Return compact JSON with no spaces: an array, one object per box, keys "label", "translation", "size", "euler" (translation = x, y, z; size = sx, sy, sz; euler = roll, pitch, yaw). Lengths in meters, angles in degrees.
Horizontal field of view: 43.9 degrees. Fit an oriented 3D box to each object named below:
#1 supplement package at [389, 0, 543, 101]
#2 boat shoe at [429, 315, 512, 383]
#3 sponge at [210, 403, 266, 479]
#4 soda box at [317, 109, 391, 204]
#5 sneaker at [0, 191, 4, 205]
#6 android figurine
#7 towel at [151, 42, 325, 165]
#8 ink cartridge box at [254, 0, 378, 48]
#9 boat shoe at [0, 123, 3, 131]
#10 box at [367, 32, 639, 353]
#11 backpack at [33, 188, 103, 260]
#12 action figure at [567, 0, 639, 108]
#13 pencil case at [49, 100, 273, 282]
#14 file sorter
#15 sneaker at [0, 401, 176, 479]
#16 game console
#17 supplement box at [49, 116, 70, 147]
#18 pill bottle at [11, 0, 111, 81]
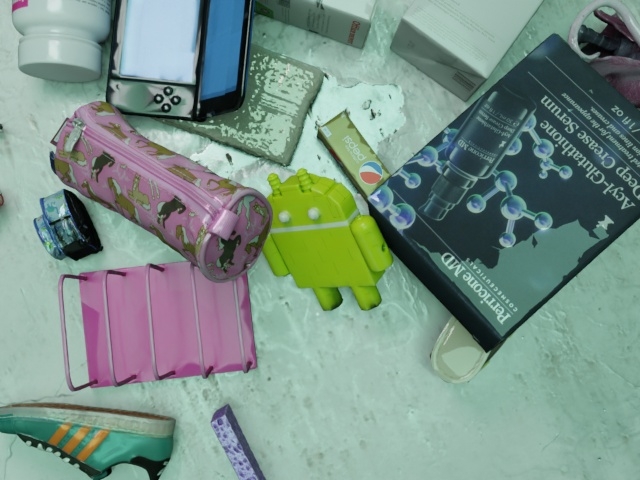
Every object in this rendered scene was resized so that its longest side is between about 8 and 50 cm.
[{"label":"supplement package","translation":[0.280,-0.419,1.359],"size":[0.175,0.177,0.293],"euler":[35,87,0]},{"label":"boat shoe","translation":[0.304,0.109,1.375],"size":[0.117,0.097,0.324],"euler":[34,85,15]},{"label":"sponge","translation":[-0.122,0.382,1.334],"size":[0.031,0.117,0.210],"euler":[-28,89,-5]},{"label":"soda box","translation":[0.069,-0.135,1.395],"size":[0.058,0.061,0.181],"euler":[-35,89,-4]},{"label":"sneaker","translation":[-0.656,-0.001,1.358],"size":[0.279,0.107,0.118],"euler":[-29,107,0]},{"label":"android figurine","translation":[0.000,0.000,1.311],"size":[0.056,0.248,0.272],"euler":[-50,125,-41]},{"label":"towel","translation":[-0.154,-0.260,1.400],"size":[0.282,0.049,0.187],"euler":[21,89,0]},{"label":"ink cartridge box","translation":[-0.009,-0.423,1.358],"size":[0.220,0.160,0.092],"euler":[18,87,-2]},{"label":"boat shoe","translation":[-0.612,-0.218,1.383],"size":[0.125,0.046,0.038],"euler":[16,91,7]},{"label":"box","translation":[0.315,-0.067,1.253],"size":[0.395,0.212,0.293],"euler":[-42,77,-4]},{"label":"backpack","translation":[-0.436,-0.025,1.349],"size":[0.084,0.105,0.114],"euler":[-23,83,-4]},{"label":"action figure","translation":[0.592,-0.270,1.330],"size":[0.370,0.275,0.248],"euler":[32,80,13]},{"label":"pencil case","translation":[-0.251,-0.081,1.241],"size":[0.386,0.167,0.160],"euler":[31,116,27]},{"label":"file sorter","translation":[-0.263,0.136,1.309],"size":[0.291,0.182,0.202],"euler":[-6,87,-2]},{"label":"sneaker","translation":[-0.401,0.341,1.330],"size":[0.302,0.108,0.120],"euler":[8,83,-3]},{"label":"game console","translation":[-0.229,-0.354,1.292],"size":[0.250,0.173,0.292],"euler":[6,87,-1]},{"label":"supplement box","translation":[-0.422,-0.173,1.367],"size":[0.043,0.083,0.055],"euler":[32,86,1]},{"label":"pill bottle","translation":[-0.435,-0.422,1.340],"size":[0.161,0.160,0.282],"euler":[1,87,-2]}]
